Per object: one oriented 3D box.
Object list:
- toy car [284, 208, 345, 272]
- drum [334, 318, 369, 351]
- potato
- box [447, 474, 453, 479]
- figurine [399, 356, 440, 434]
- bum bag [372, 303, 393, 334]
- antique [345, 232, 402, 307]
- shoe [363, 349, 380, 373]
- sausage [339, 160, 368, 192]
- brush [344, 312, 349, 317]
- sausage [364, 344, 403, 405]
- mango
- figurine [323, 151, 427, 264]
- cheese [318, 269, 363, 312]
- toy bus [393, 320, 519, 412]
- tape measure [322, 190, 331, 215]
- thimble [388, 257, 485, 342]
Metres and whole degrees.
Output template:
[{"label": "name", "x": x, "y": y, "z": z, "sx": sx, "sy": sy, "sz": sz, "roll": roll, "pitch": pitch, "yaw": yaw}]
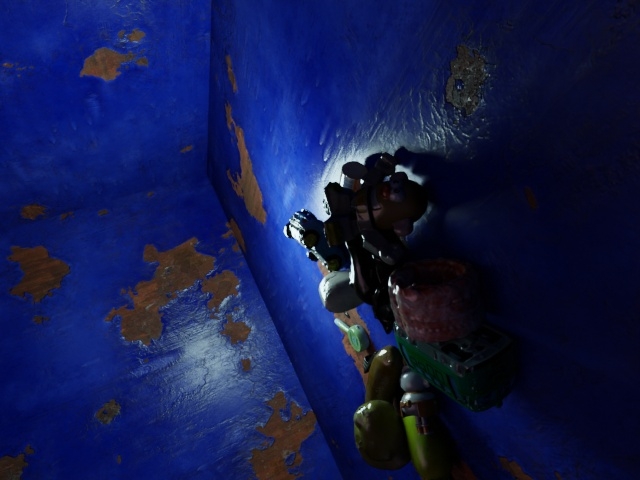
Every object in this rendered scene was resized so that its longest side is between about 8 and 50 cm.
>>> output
[{"label": "toy car", "x": 0.000, "y": 0.000, "z": 1.967, "sx": 0.314, "sy": 0.166, "sz": 0.198, "roll": 47, "pitch": 173, "yaw": -29}, {"label": "drum", "x": 0.141, "y": 0.429, "z": 2.145, "sx": 0.253, "sy": 0.049, "sz": 0.130, "roll": -2, "pitch": 107, "yaw": 68}, {"label": "potato", "x": 0.236, "y": 0.746, "z": 1.843, "sx": 0.218, "sy": 0.202, "sz": 0.351, "roll": -2, "pitch": 129, "yaw": 39}, {"label": "box", "x": 0.453, "y": 0.876, "z": 1.827, "sx": 0.125, "sy": 0.027, "sz": 0.126, "roll": 66, "pitch": 158, "yaw": 10}, {"label": "figurine", "x": 0.331, "y": 0.534, "z": 1.657, "sx": 0.271, "sy": 0.143, "sz": 0.143, "roll": 68, "pitch": 159, "yaw": 7}, {"label": "bum bag", "x": 0.234, "y": 0.246, "z": 1.745, "sx": 0.123, "sy": 0.060, "sz": 0.248, "roll": 54, "pitch": 154, "yaw": 34}, {"label": "antique", "x": 0.171, "y": 0.066, "z": 1.513, "sx": 0.322, "sy": 0.185, "sz": 0.255, "roll": -84, "pitch": -18, "yaw": -52}, {"label": "shoe", "x": 0.218, "y": 0.495, "z": 1.997, "sx": 0.049, "sy": 0.071, "sz": 0.179, "roll": 57, "pitch": 149, "yaw": 31}, {"label": "sausage", "x": 0.101, "y": -0.136, "z": 1.685, "sx": 0.093, "sy": 0.093, "sz": 0.312, "roll": 56, "pitch": 155, "yaw": 32}, {"label": "brush", "x": 0.109, "y": 0.330, "z": 2.188, "sx": 0.083, "sy": 0.008, "sz": 0.024, "roll": 45, "pitch": 151, "yaw": 47}, {"label": "sausage", "x": 0.249, "y": 0.558, "z": 1.888, "sx": 0.136, "sy": 0.123, "sz": 0.500, "roll": -82, "pitch": -4, "yaw": -46}, {"label": "mango", "x": 0.379, "y": 0.723, "z": 1.726, "sx": 0.175, "sy": 0.143, "sz": 0.293, "roll": 91, "pitch": 161, "yaw": -59}, {"label": "figurine", "x": 0.162, "y": -0.094, "z": 1.357, "sx": 0.167, "sy": 0.285, "sz": 0.342, "roll": 15, "pitch": -110, "yaw": -71}, {"label": "cheese", "x": 0.089, "y": 0.202, "z": 1.890, "sx": 0.189, "sy": 0.198, "sz": 0.154, "roll": -131, "pitch": 25, "yaw": -62}, {"label": "toy bus", "x": 0.370, "y": 0.319, "z": 1.315, "sx": 0.343, "sy": 0.184, "sz": 0.199, "roll": 25, "pitch": 135, "yaw": 62}, {"label": "tape measure", "x": 0.043, "y": -0.145, "z": 1.864, "sx": 0.091, "sy": 0.054, "sz": 0.094, "roll": -125, "pitch": 27, "yaw": -47}, {"label": "thimble", "x": 0.304, "y": 0.149, "z": 1.261, "sx": 0.239, "sy": 0.239, "sz": 0.162, "roll": 24, "pitch": 130, "yaw": 61}]
